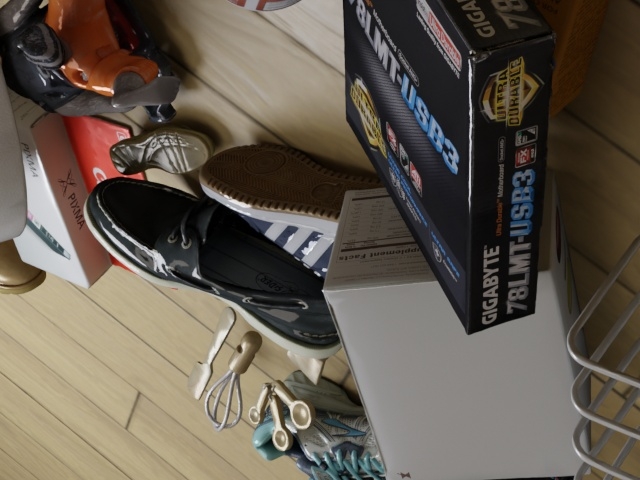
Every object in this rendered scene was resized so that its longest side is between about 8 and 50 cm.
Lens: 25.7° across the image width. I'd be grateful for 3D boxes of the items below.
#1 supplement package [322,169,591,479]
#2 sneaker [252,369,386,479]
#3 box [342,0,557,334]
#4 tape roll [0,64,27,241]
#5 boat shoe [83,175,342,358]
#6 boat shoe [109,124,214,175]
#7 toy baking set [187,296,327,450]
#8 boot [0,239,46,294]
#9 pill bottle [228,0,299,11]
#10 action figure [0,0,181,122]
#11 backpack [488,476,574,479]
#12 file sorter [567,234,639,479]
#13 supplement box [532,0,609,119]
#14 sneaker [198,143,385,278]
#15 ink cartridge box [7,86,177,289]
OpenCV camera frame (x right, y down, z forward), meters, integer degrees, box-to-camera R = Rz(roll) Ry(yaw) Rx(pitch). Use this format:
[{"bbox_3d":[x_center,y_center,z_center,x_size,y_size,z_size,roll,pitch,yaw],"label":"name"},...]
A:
[{"bbox_3d":[0.139,0.088,1.321,0.204,0.145,0.262,-6,129,16],"label":"supplement package"},{"bbox_3d":[0.041,0.259,1.692,0.283,0.122,0.110,12,137,37],"label":"sneaker"},{"bbox_3d":[0.092,-0.127,1.124,0.293,0.073,0.295,84,165,-47],"label":"box"},{"bbox_3d":[-0.429,-0.178,1.583,0.392,0.072,0.392,51,151,43],"label":"tape roll"},{"bbox_3d":[-0.110,0.006,1.564,0.340,0.127,0.113,34,144,10],"label":"boat shoe"},{"bbox_3d":[-0.173,-0.105,1.587,0.153,0.048,0.056,-8,110,41],"label":"boat shoe"},{"bbox_3d":[-0.087,0.148,1.698,0.256,0.030,0.196,11,101,45],"label":"toy baking set"},{"bbox_3d":[-0.481,-0.071,1.890,0.236,0.089,0.269,28,143,19],"label":"boot"},{"bbox_3d":[-0.046,-0.254,1.153,0.121,0.121,0.216,47,178,-6],"label":"pill bottle"},{"bbox_3d":[-0.277,-0.237,1.403,0.341,0.178,0.330,54,160,-9],"label":"action figure"},{"bbox_3d":[0.166,0.224,1.507,0.173,0.158,0.117,60,163,-2],"label":"backpack"},{"bbox_3d":[0.327,0.158,1.227,0.173,0.193,0.277,20,140,30],"label":"file sorter"},{"bbox_3d":[0.180,-0.194,1.094,0.078,0.080,0.233,32,148,19],"label":"supplement box"},{"bbox_3d":[0.000,0.000,1.470,0.282,0.099,0.153,17,137,29],"label":"sneaker"},{"bbox_3d":[-0.315,-0.052,1.768,0.239,0.060,0.275,20,140,31],"label":"ink cartridge box"}]
